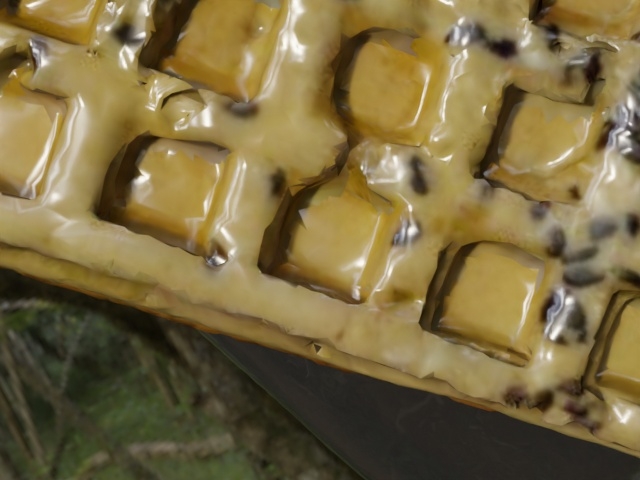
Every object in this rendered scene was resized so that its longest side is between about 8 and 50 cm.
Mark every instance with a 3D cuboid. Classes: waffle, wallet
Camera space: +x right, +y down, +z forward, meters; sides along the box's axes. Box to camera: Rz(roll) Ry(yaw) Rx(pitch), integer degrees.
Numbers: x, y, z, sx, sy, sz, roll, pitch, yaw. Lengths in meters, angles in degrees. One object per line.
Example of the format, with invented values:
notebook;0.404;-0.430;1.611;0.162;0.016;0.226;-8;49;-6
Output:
waffle;0.003;-0.091;0.500;0.376;0.261;0.114;17;3;-1
wallet;0.000;0.000;0.730;0.062;0.406;0.228;-39;-16;-43
